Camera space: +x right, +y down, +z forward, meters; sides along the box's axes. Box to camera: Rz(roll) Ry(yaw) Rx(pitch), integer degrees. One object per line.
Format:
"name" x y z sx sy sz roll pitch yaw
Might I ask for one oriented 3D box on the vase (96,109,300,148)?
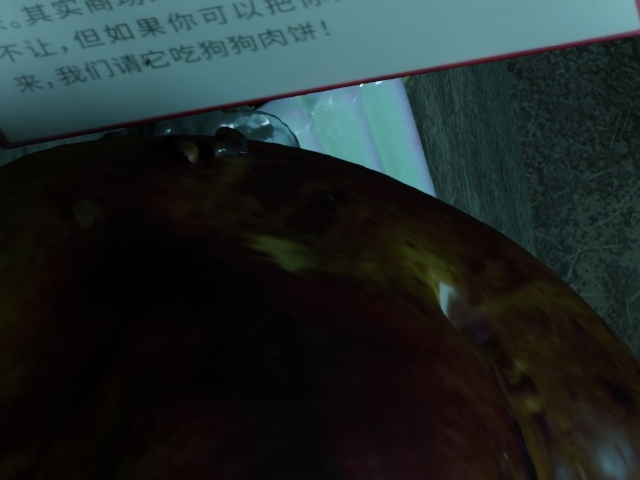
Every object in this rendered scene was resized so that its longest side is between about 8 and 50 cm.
"vase" -0.065 0.053 0.884 0.237 0.115 0.115 -84 159 -43

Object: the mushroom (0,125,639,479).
"mushroom" -0.028 0.113 0.685 0.345 0.260 0.345 31 19 -12

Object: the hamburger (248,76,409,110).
"hamburger" -0.010 -0.163 1.172 0.131 0.159 0.185 47 37 -76

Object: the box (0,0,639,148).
"box" -0.038 -0.259 0.789 0.312 0.314 0.300 64 22 -49

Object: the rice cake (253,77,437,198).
"rice cake" 0.000 0.000 1.121 0.189 0.037 0.198 -35 130 -28
